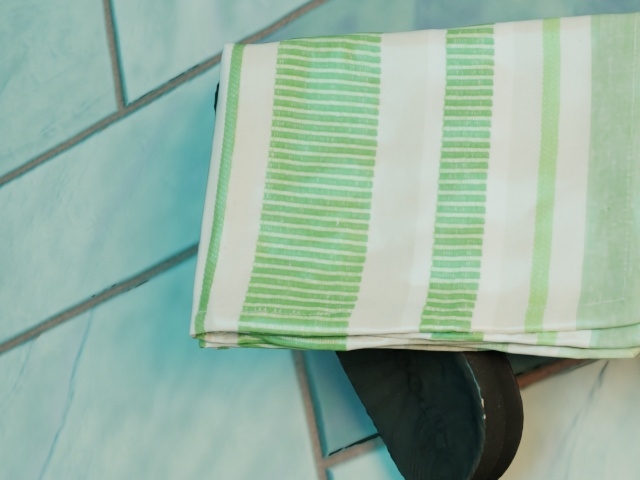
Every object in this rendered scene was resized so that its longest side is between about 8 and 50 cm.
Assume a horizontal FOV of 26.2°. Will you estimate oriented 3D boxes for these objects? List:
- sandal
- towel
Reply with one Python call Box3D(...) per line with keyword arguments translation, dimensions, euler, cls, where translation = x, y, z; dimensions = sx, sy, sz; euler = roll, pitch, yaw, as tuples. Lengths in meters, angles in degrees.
Box3D(translation=(0.001, -0.001, 1.048), dimensions=(0.446, 0.107, 0.167), euler=(58, 140, 36), cls="sandal")
Box3D(translation=(0.072, -0.040, 0.953), dimensions=(0.325, 0.038, 0.248), euler=(-1, 71, 18), cls="towel")
